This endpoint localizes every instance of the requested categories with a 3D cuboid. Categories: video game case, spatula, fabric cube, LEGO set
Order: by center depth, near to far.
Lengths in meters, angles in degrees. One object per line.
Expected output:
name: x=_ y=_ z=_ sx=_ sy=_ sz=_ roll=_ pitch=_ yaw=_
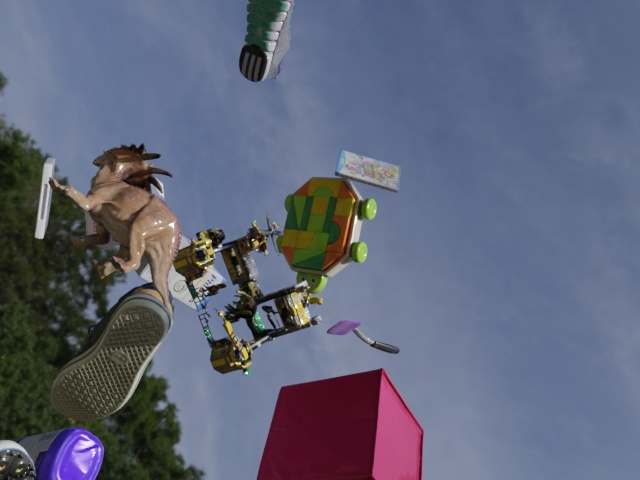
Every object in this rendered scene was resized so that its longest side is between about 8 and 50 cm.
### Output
video game case: x=-0.546 y=-0.088 z=1.209 sx=0.157 sy=0.019 sz=0.143 roll=-151 pitch=-110 yaw=-66
LEGO set: x=-0.139 y=0.104 z=1.288 sx=0.192 sy=0.255 sz=0.331 roll=-22 pitch=-98 yaw=31
fabric cube: x=0.056 y=0.463 z=1.309 sx=0.258 sy=0.259 sz=0.254 roll=-17 pitch=-56 yaw=24
video game case: x=0.125 y=-0.181 z=1.578 sx=0.166 sy=0.119 sz=0.015 roll=16 pitch=-52 yaw=-1
spatula: x=0.137 y=0.292 z=1.807 sx=0.084 sy=0.296 sz=0.030 roll=-37 pitch=-139 yaw=28

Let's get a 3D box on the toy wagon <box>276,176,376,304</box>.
toy wagon: x=0.000 y=0.000 z=1.631 sx=0.267 sy=0.068 sz=0.344 roll=6 pitch=-102 yaw=33

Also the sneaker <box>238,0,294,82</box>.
sneaker: x=-0.087 y=-0.408 z=1.135 sx=0.083 sy=0.098 sz=0.223 roll=30 pitch=-64 yaw=17

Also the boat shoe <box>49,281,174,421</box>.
boat shoe: x=-0.533 y=0.295 z=1.585 sx=0.187 sy=0.156 sz=0.500 roll=35 pitch=-66 yaw=-15

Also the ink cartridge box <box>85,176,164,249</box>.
ink cartridge box: x=-0.570 y=-0.086 z=1.782 sx=0.218 sy=0.092 sz=0.158 roll=-18 pitch=-116 yaw=11

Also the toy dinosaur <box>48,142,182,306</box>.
toy dinosaur: x=-0.298 y=-0.047 z=0.991 sx=0.295 sy=0.200 sz=0.127 roll=49 pitch=-36 yaw=6

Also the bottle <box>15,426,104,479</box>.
bottle: x=-0.505 y=0.401 z=1.061 sx=0.283 sy=0.118 sz=0.092 roll=-20 pitch=-55 yaw=29

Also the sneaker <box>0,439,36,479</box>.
sneaker: x=-0.384 y=0.280 z=0.715 sx=0.086 sy=0.085 sz=0.237 roll=57 pitch=-37 yaw=22

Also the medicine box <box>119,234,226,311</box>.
medicine box: x=-0.500 y=0.063 z=2.027 sx=0.149 sy=0.289 sz=0.263 roll=-49 pitch=-134 yaw=-1
